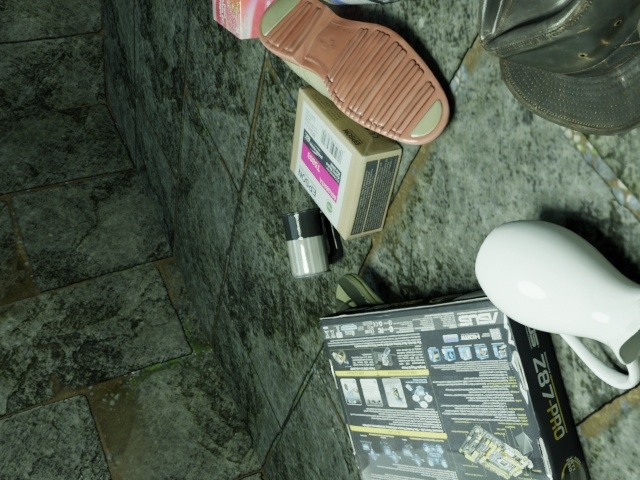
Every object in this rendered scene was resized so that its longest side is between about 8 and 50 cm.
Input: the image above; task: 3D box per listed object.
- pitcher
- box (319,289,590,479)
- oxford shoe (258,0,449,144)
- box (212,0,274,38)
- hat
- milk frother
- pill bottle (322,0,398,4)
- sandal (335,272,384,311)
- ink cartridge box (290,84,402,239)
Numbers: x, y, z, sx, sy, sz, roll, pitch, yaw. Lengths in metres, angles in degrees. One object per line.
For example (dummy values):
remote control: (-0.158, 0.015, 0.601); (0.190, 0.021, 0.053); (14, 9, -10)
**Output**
pitcher: (0.293, 0.076, 0.776); (0.207, 0.125, 0.177); (31, 143, 40)
box: (0.185, 0.246, 1.011); (0.395, 0.097, 0.318); (-17, 87, 50)
oxford shoe: (0.068, -0.270, 1.060); (0.397, 0.140, 0.146); (46, -172, 30)
box: (-0.109, -0.543, 1.198); (0.142, 0.154, 0.300); (47, 143, 44)
hat: (0.245, -0.250, 0.653); (0.331, 0.134, 0.331); (42, 141, 48)
milk frother: (0.000, 0.000, 1.318); (0.143, 0.129, 0.134); (176, 83, -71)
pill bottle: (0.073, -0.403, 0.932); (0.219, 0.123, 0.123); (30, 131, 57)
sandal: (0.134, 0.177, 1.193); (0.303, 0.086, 0.120); (59, 137, 28)
ink cartridge box: (0.038, -0.149, 1.200); (0.234, 0.088, 0.193); (53, 147, 37)
